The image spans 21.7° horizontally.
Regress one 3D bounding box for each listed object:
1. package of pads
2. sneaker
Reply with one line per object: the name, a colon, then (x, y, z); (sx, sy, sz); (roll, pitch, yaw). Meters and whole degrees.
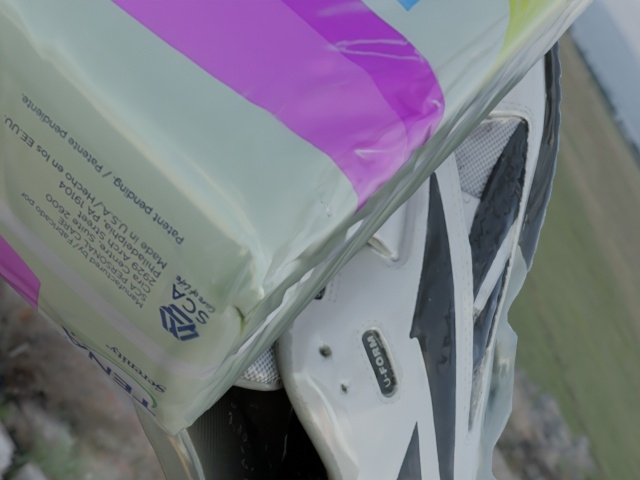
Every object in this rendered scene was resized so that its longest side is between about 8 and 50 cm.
package of pads: (-0.026, -0.127, 0.461); (0.229, 0.296, 0.101); (41, -35, 6)
sneaker: (0.000, 0.000, 0.579); (0.146, 0.122, 0.330); (4, 84, -54)
